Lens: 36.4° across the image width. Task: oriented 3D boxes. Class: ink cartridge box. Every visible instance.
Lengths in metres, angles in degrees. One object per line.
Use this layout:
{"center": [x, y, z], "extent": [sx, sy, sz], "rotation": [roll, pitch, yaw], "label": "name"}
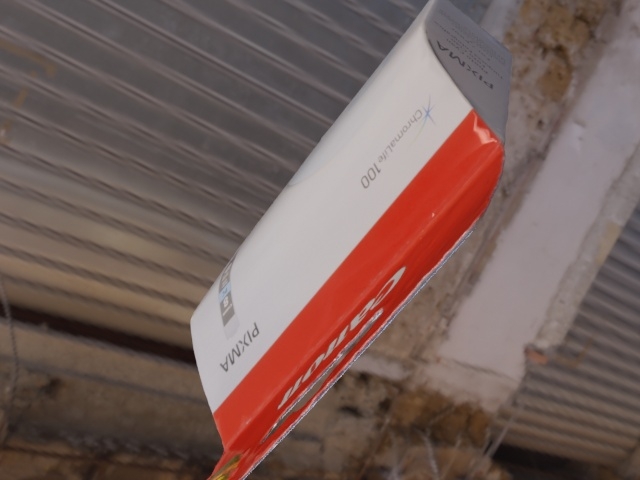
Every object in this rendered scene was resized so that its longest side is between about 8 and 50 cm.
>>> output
{"center": [0.000, 0.000, 0.684], "extent": [0.091, 0.308, 0.385], "rotation": [38, -155, -4], "label": "ink cartridge box"}
